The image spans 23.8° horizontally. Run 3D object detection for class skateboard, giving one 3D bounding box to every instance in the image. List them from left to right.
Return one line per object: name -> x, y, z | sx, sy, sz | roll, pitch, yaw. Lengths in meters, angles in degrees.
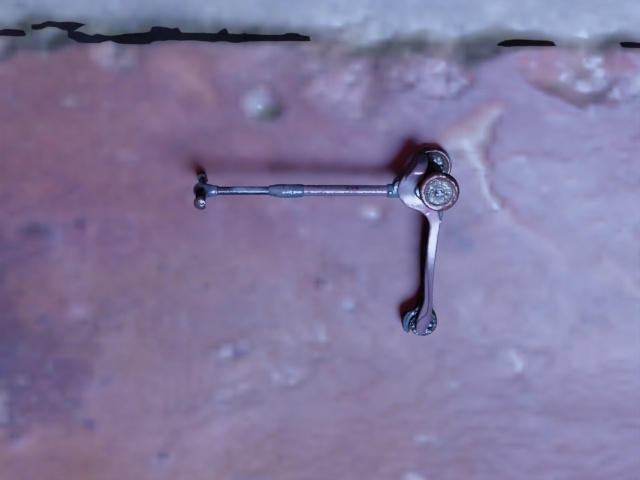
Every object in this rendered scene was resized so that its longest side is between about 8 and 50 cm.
skateboard -> 0.000, 0.000, 0.493 | 0.083, 0.032, 0.063 | 3, 113, -4
